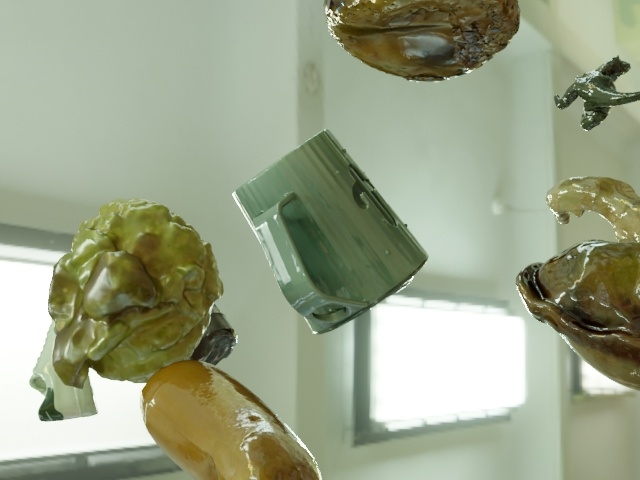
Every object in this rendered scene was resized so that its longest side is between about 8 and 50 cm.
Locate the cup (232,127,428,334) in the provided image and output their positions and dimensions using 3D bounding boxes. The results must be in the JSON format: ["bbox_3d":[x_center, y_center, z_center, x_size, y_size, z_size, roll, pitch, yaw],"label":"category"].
[{"bbox_3d":[0.020,-0.014,2.201,0.392,0.310,0.401,55,179,-5],"label":"cup"}]

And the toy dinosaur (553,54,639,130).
[{"bbox_3d":[0.453,-0.257,1.558,0.087,0.179,0.187,35,-132,-10],"label":"toy dinosaur"}]

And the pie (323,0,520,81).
[{"bbox_3d":[0.126,-0.274,1.276,0.273,0.273,0.069,23,-110,-58],"label":"pie"}]

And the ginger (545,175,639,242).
[{"bbox_3d":[0.358,-0.020,1.143,0.075,0.288,0.089,33,-99,-38],"label":"ginger"}]

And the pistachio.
[{"bbox_3d":[0.259,0.057,0.814,0.165,0.210,0.131,-84,8,-81],"label":"pistachio"}]

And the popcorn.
[{"bbox_3d":[-0.256,0.079,1.331,0.251,0.206,0.237,-48,-25,-36],"label":"popcorn"}]

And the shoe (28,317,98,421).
[{"bbox_3d":[-0.480,0.219,1.827,0.265,0.110,0.095,-121,20,-44],"label":"shoe"}]

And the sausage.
[{"bbox_3d":[-0.087,0.222,1.066,0.116,0.354,0.134,-42,-62,-15],"label":"sausage"}]

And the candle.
[{"bbox_3d":[-0.320,0.138,2.058,0.330,0.187,0.187,51,-161,24],"label":"candle"}]
